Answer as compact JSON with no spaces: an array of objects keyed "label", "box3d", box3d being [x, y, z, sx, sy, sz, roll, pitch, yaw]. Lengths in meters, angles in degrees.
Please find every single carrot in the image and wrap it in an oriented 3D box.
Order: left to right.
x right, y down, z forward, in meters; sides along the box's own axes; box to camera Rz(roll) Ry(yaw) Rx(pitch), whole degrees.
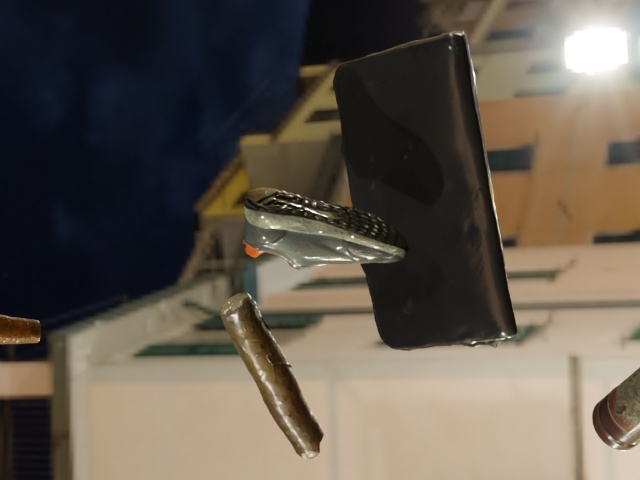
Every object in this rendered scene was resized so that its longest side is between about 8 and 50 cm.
[{"label":"carrot","box3d":[-0.286,0.075,1.292,0.093,0.032,0.032,8,-102,-32]}]

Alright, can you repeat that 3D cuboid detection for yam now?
[{"label":"yam","box3d":[-0.055,0.166,1.831,0.241,0.056,0.057,65,-150,-25]}]

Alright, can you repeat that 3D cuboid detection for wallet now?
[{"label":"wallet","box3d":[0.122,-0.050,1.804,0.051,0.197,0.378,-9,-92,-55]}]

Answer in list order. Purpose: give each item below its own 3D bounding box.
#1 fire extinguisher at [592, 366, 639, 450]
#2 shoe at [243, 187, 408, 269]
[{"label":"fire extinguisher","box3d":[0.413,0.173,1.847,0.252,0.106,0.075,125,145,-51]},{"label":"shoe","box3d":[0.002,0.001,1.727,0.074,0.194,0.077,-76,2,-68]}]
